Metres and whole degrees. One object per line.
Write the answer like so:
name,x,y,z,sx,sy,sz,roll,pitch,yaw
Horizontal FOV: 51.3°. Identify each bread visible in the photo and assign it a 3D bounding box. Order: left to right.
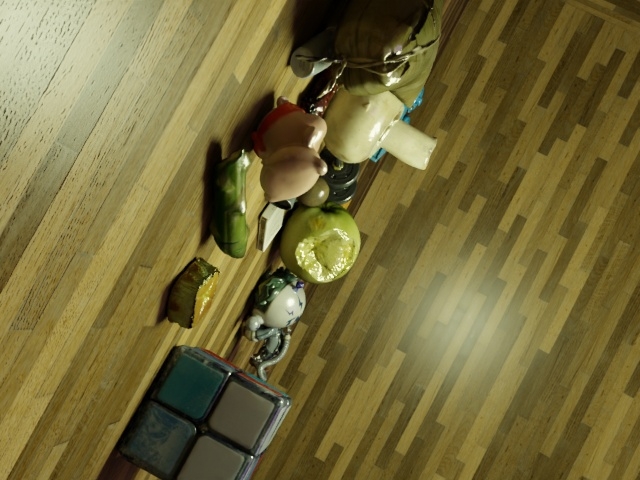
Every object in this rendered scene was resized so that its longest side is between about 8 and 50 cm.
bread,-0.277,0.116,1.465,0.128,0.069,0.140,-54,165,-49

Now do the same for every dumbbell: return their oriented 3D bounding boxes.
dumbbell,0.055,-0.212,2.202,0.143,0.143,0.325,-60,171,-16

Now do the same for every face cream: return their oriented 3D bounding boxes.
face cream,-0.005,-0.414,1.470,0.198,0.057,0.084,-53,157,-57

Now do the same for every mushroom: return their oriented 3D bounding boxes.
mushroom,0.182,-0.335,1.923,0.314,0.336,0.314,-63,-177,5

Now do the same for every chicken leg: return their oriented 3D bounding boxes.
chicken leg,0.002,-0.368,1.654,0.233,0.063,0.105,-62,177,-19

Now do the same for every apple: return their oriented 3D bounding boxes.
apple,0.000,0.000,2.179,0.279,0.279,0.279,-60,172,-15

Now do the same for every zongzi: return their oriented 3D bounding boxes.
zongzi,0.162,-0.355,1.521,0.466,0.218,0.500,71,31,-44

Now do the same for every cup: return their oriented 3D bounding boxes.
cup,-0.099,-0.130,1.777,0.077,0.078,0.100,-63,-168,-23

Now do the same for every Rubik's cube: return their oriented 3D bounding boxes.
Rubik's cube,-0.286,0.482,1.752,0.316,0.318,0.313,-60,173,-10

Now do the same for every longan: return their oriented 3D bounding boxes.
longan,-0.032,-0.149,2.070,0.119,0.106,0.106,-23,175,7

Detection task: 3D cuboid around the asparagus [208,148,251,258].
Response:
asparagus,-0.185,-0.078,1.370,0.082,0.085,0.343,-44,158,-29

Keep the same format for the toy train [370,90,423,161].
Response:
toy train,0.223,-0.448,2.378,0.265,0.188,0.300,-48,167,-43

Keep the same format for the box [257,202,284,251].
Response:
box,-0.140,-0.056,1.903,0.109,0.029,0.198,-58,172,-29

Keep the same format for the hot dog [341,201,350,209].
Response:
hot dog,-0.003,-0.071,2.378,0.337,0.135,0.100,-60,150,-17

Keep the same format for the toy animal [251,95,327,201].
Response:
toy animal,-0.068,-0.193,1.417,0.171,0.171,0.197,106,-21,-54

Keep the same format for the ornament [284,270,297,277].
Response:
ornament,-0.067,0.031,2.537,0.245,0.061,0.230,-54,167,-40

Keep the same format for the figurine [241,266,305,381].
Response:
figurine,-0.165,0.266,2.293,0.261,0.186,0.381,-59,169,-61
